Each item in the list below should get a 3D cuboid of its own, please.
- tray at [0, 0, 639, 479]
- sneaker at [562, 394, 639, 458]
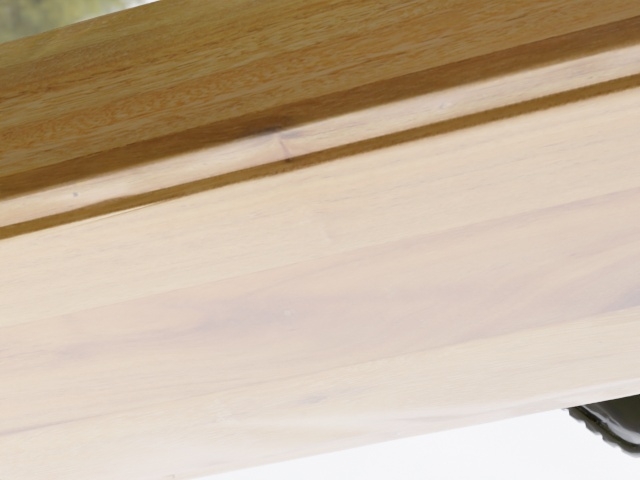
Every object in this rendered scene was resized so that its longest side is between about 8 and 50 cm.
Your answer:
[{"bbox_3d":[0.000,0.000,0.600,0.411,0.203,0.076,-14,-126,15],"label":"tray"},{"bbox_3d":[0.128,-0.044,0.885,0.146,0.330,0.122,-40,165,32],"label":"sneaker"}]
